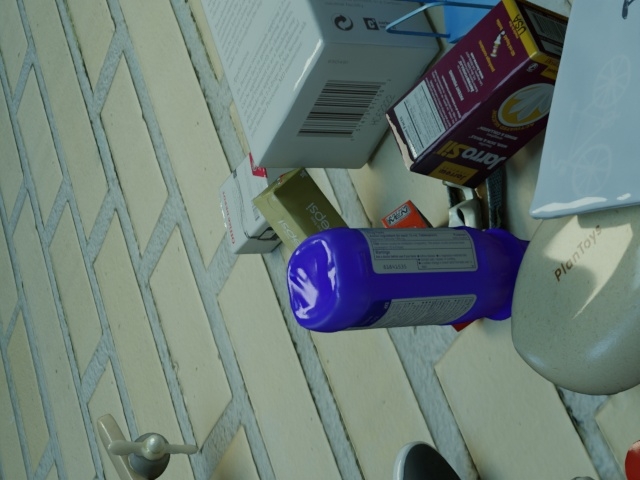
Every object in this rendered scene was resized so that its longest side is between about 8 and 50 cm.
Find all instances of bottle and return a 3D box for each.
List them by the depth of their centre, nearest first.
[{"bbox_3d":[0.113,0.035,1.234,0.118,0.283,0.092,-32,63,58],"label":"bottle"}]

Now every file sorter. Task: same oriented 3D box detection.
[{"bbox_3d":[0.128,-0.312,1.382,0.118,0.104,0.170,-16,77,61],"label":"file sorter"}]

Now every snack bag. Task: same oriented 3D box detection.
[{"bbox_3d":[0.305,-0.166,1.010,0.342,0.037,0.323,-12,61,57],"label":"snack bag"}]

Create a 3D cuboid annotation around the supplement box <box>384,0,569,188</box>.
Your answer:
[{"bbox_3d":[0.169,-0.143,1.269,0.188,0.104,0.080,-43,52,34],"label":"supplement box"}]

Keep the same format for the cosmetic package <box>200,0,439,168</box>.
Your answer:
[{"bbox_3d":[-0.035,-0.334,1.617,0.230,0.161,0.453,-56,44,46],"label":"cosmetic package"}]

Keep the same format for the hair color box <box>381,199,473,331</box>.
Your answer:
[{"bbox_3d":[0.125,0.027,1.423,0.043,0.072,0.141,-36,50,8],"label":"hair color box"}]

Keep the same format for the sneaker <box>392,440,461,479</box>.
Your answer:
[{"bbox_3d":[0.175,0.331,1.329,0.147,0.105,0.295,-45,58,50],"label":"sneaker"}]

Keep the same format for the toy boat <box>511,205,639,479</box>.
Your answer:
[{"bbox_3d":[0.288,0.084,1.092,0.267,0.148,0.318,-50,41,43],"label":"toy boat"}]

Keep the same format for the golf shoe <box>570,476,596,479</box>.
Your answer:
[{"bbox_3d":[0.296,0.260,1.160,0.086,0.069,0.176,-58,42,15],"label":"golf shoe"}]

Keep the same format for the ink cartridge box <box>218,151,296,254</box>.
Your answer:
[{"bbox_3d":[-0.081,-0.058,1.811,0.150,0.063,0.109,-43,54,54],"label":"ink cartridge box"}]

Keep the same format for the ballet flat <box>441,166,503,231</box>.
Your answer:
[{"bbox_3d":[0.160,-0.046,1.371,0.070,0.070,0.188,-28,68,58],"label":"ballet flat"}]

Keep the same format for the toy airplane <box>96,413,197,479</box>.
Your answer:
[{"bbox_3d":[-0.200,0.472,1.899,0.386,0.272,0.384,61,175,-26],"label":"toy airplane"}]

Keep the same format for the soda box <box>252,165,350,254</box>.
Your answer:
[{"bbox_3d":[0.000,0.000,1.575,0.181,0.058,0.061,52,152,-11],"label":"soda box"}]
